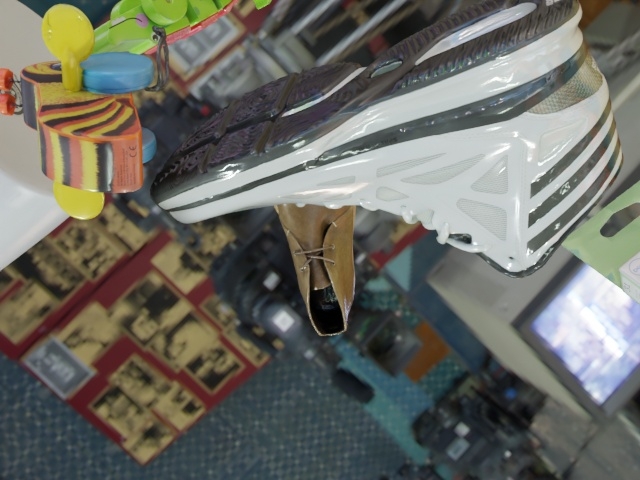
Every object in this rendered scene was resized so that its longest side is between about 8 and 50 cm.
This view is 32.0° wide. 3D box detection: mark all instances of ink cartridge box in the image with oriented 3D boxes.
[{"bbox_3d":[0.434,0.002,1.386,0.235,0.171,0.056,45,166,40],"label":"ink cartridge box"}]

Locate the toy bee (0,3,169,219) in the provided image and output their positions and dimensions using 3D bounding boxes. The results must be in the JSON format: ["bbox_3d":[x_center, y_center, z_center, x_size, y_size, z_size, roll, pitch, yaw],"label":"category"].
[{"bbox_3d":[-0.234,-0.117,1.057,0.162,0.195,0.298,0,-175,-3],"label":"toy bee"}]

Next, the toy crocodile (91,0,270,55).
[{"bbox_3d":[-0.202,-0.341,1.641,0.115,0.340,0.105,-16,107,45],"label":"toy crocodile"}]

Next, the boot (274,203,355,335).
[{"bbox_3d":[0.000,0.000,1.517,0.115,0.112,0.305,-94,-8,-52],"label":"boot"}]

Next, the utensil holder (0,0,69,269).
[{"bbox_3d":[-0.493,-0.087,1.382,0.327,0.385,0.327,40,-148,-31],"label":"utensil holder"}]

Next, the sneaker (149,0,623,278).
[{"bbox_3d":[0.069,-0.041,1.059,0.257,0.447,0.169,60,-153,-26],"label":"sneaker"}]
